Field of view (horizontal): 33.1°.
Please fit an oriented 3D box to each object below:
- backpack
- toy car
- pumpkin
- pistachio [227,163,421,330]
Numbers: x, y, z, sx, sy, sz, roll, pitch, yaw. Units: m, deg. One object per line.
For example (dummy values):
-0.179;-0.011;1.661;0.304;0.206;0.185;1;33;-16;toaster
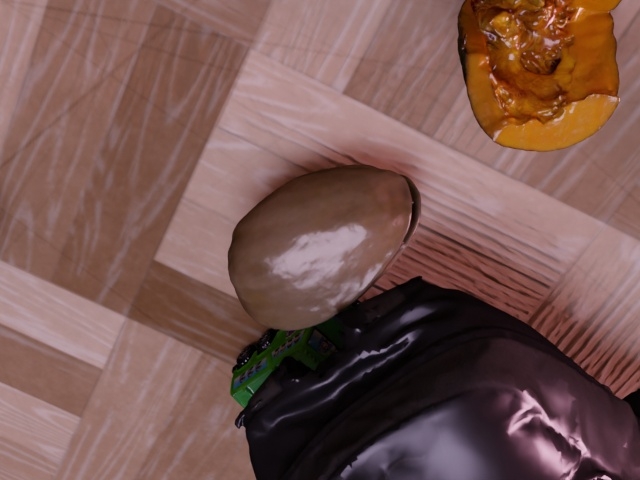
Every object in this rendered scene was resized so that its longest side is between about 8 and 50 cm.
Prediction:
0.144;0.230;0.942;0.363;0.255;0.446;-37;115;13;backpack
-0.015;0.113;1.025;0.071;0.062;0.165;42;123;-17;toy car
0.156;-0.167;0.762;0.119;0.108;0.183;6;119;-1;pumpkin
0.000;0.000;0.909;0.185;0.126;0.108;-36;151;19;pistachio
